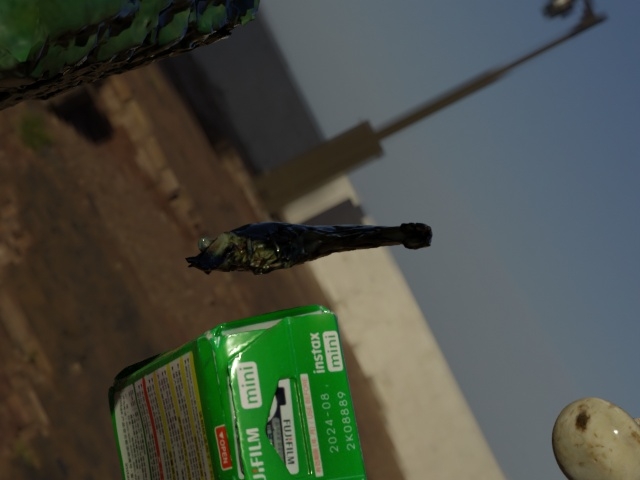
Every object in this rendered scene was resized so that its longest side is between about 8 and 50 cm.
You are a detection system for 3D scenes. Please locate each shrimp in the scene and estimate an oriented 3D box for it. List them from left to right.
[{"bbox_3d":[0.000,0.000,1.591,0.262,0.198,0.051,-5,88,-58],"label":"shrimp"}]

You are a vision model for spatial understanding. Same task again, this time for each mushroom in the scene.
[{"bbox_3d":[0.229,0.159,1.318,0.085,0.079,0.085,26,-49,34],"label":"mushroom"}]

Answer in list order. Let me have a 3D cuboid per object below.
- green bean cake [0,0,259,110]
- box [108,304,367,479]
[{"bbox_3d":[-0.175,-0.229,0.881,0.300,0.169,0.308,-34,107,-64],"label":"green bean cake"},{"bbox_3d":[-0.065,0.152,1.199,0.250,0.103,0.180,-29,-112,62],"label":"box"}]
